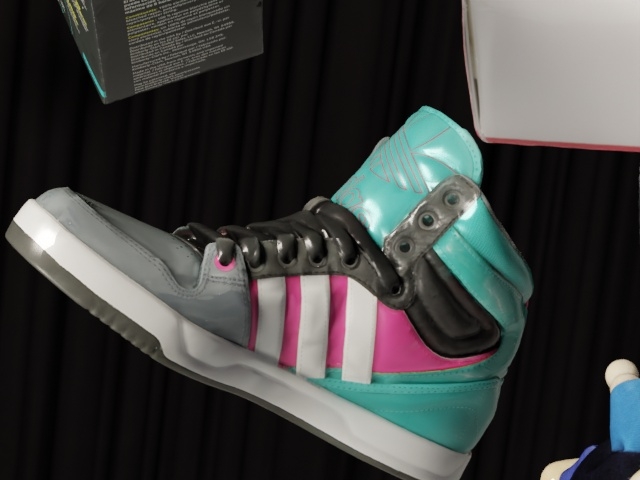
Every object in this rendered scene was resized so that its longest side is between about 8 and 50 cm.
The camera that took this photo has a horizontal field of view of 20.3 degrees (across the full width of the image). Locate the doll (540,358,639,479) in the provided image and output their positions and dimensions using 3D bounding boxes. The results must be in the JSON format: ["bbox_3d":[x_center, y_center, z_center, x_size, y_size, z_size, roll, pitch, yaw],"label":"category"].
[{"bbox_3d":[0.130,0.117,0.790,0.046,0.129,0.189,9,-10,-2],"label":"doll"}]

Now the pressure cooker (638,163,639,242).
[{"bbox_3d":[0.544,-0.014,1.669,0.420,0.370,0.375,-7,-11,29],"label":"pressure cooker"}]

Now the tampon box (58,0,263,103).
[{"bbox_3d":[-0.098,-0.175,0.987,0.101,0.120,0.161,-20,-23,-12],"label":"tampon box"}]

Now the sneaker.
[{"bbox_3d":[0.000,0.000,0.930,0.295,0.178,0.124,29,4,-30],"label":"sneaker"}]

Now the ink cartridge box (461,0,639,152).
[{"bbox_3d":[0.234,-0.187,1.118,0.226,0.131,0.306,3,40,20],"label":"ink cartridge box"}]
